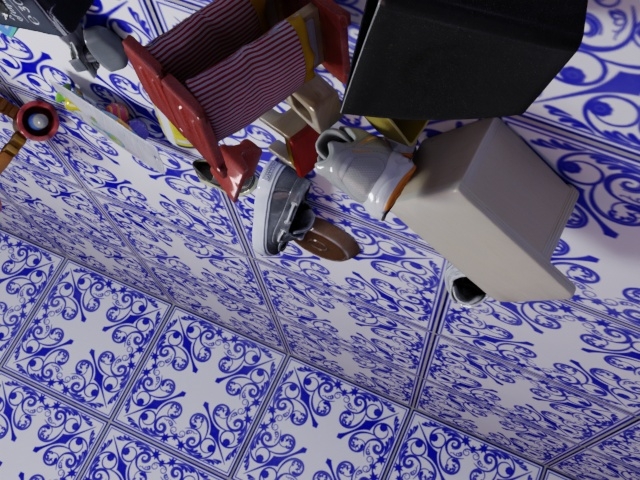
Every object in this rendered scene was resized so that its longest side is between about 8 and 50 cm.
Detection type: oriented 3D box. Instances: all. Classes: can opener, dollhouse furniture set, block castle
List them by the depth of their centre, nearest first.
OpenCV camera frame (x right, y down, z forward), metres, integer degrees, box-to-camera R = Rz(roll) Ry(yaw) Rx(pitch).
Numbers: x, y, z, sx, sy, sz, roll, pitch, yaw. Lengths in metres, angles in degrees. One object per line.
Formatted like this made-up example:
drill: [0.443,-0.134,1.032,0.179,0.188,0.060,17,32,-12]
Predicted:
dollhouse furniture set: [-0.070,-0.147,0.947,0.152,0.201,0.374,46,168,23]
can opener: [-0.369,-0.346,1.108,0.095,0.076,0.283,-11,153,6]
block castle: [-0.788,-0.256,1.494,0.453,0.303,0.213,37,164,-29]

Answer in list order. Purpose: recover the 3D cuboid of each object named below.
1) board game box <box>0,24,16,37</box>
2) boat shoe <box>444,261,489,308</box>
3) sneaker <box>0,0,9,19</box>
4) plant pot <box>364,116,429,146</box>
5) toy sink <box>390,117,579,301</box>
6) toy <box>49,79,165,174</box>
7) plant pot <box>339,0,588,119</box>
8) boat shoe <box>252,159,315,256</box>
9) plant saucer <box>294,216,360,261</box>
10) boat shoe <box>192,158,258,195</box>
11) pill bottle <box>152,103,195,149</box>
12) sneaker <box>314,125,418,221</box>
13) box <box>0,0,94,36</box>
board game box: [-0.542,-0.411,1.155,0.210,0.047,0.160,33,160,-23]
boat shoe: [0.260,0.075,1.346,0.095,0.084,0.258,22,160,12]
sneaker: [-0.378,-0.256,0.702,0.170,0.051,0.089,23,157,-3]
plant pot: [0.085,-0.176,0.933,0.083,0.081,0.081,24,165,46]
toy sink: [0.237,-0.037,1.017,0.234,0.131,0.153,39,158,-20]
toy: [-0.386,-0.226,1.428,0.237,0.056,0.137,30,165,4]
plant pot: [0.128,-0.210,0.657,0.167,0.188,0.187,14,161,-4]
boat shoe: [-0.062,-0.042,1.433,0.102,0.108,0.301,23,152,7]
plant saucer: [0.000,0.000,1.568,0.169,0.029,0.168,22,161,8]
boat shoe: [-0.186,-0.122,1.443,0.152,0.056,0.049,12,162,35]
pill bottle: [-0.203,-0.220,1.138,0.103,0.103,0.184,23,161,8]
sneaker: [0.055,-0.113,0.994,0.121,0.099,0.262,31,-167,-3]
box: [-0.422,-0.407,0.767,0.396,0.212,0.293,17,160,26]
